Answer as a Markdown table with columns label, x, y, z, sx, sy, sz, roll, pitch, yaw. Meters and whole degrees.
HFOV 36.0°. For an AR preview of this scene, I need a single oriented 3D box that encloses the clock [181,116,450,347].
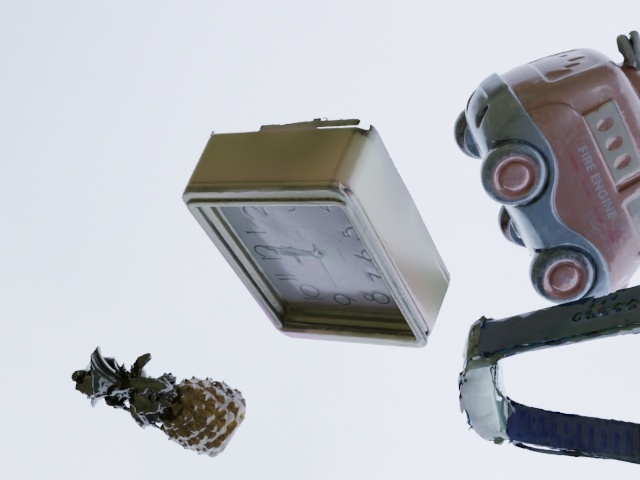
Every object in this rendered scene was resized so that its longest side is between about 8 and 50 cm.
| label | x | y | z | sx | sy | sz | roll | pitch | yaw |
| --- | --- | --- | --- | --- | --- | --- | --- | --- | --- |
| clock | 0.000 | 0.000 | 0.758 | 0.146 | 0.192 | 0.071 | 2 | -128 | 30 |

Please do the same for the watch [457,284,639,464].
| label | x | y | z | sx | sy | sz | roll | pitch | yaw |
| --- | --- | --- | --- | --- | --- | --- | --- | --- | --- |
| watch | 0.277 | 0.122 | 0.978 | 0.274 | 0.276 | 0.068 | 7 | -137 | 12 |

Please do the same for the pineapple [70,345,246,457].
| label | x | y | z | sx | sy | sz | roll | pitch | yaw |
| --- | --- | --- | --- | --- | --- | --- | --- | --- | --- |
| pineapple | -0.227 | 0.218 | 1.366 | 0.119 | 0.237 | 0.111 | -59 | -165 | 25 |

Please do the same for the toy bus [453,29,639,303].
| label | x | y | z | sx | sy | sz | roll | pitch | yaw |
| --- | --- | --- | --- | --- | --- | --- | --- | --- | --- |
| toy bus | 0.304 | -0.083 | 1.142 | 0.231 | 0.294 | 0.197 | -28 | -161 | 8 |
